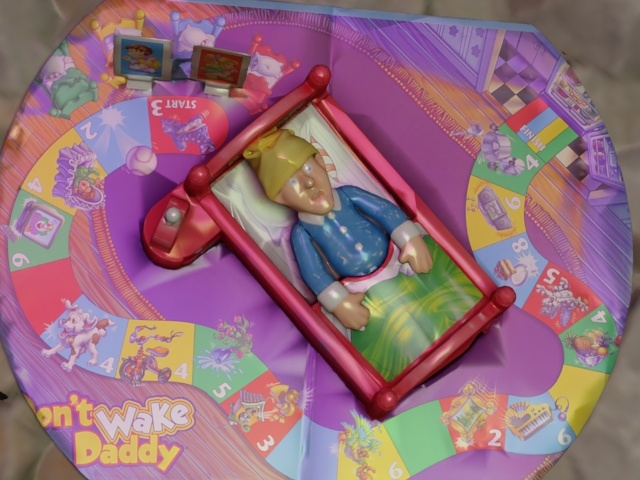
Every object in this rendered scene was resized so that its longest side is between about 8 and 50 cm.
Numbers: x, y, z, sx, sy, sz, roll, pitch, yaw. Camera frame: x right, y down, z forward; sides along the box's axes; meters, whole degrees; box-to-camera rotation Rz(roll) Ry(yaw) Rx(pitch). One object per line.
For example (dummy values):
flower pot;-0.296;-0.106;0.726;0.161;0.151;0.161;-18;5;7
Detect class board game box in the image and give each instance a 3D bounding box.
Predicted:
board game box;0.000;0.000;0.498;0.169;0.033;0.133;5;79;-5
